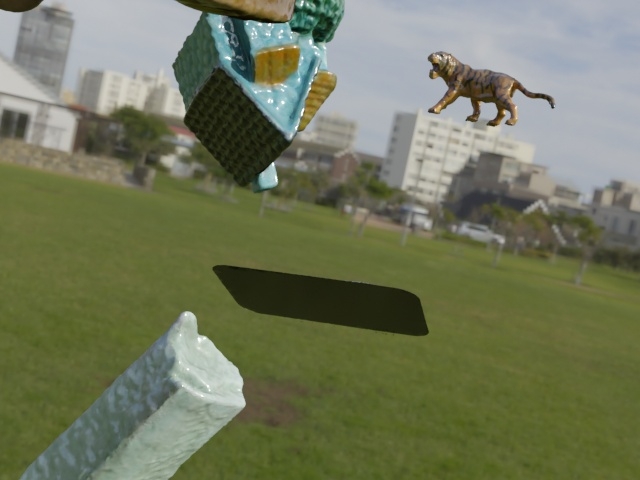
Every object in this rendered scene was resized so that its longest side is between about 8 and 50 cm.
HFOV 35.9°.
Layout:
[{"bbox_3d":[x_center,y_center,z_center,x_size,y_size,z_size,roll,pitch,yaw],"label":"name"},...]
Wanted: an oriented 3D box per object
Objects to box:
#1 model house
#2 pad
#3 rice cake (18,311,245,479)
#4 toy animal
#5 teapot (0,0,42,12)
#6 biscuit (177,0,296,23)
[{"bbox_3d":[-0.066,-0.210,1.440,0.226,0.241,0.261,-10,-8,-22],"label":"model house"},{"bbox_3d":[-0.007,0.018,1.122,0.250,0.055,0.323,8,-41,15],"label":"pad"},{"bbox_3d":[-0.136,0.144,0.696,0.069,0.206,0.063,33,21,-44],"label":"rice cake"},{"bbox_3d":[0.311,-0.261,1.742,0.255,0.116,0.114,16,8,37],"label":"toy animal"},{"bbox_3d":[-0.259,-0.291,0.461,0.362,0.305,0.376,17,-40,22],"label":"teapot"},{"bbox_3d":[-0.198,-0.325,1.089,0.350,0.070,0.394,31,16,19],"label":"biscuit"}]
